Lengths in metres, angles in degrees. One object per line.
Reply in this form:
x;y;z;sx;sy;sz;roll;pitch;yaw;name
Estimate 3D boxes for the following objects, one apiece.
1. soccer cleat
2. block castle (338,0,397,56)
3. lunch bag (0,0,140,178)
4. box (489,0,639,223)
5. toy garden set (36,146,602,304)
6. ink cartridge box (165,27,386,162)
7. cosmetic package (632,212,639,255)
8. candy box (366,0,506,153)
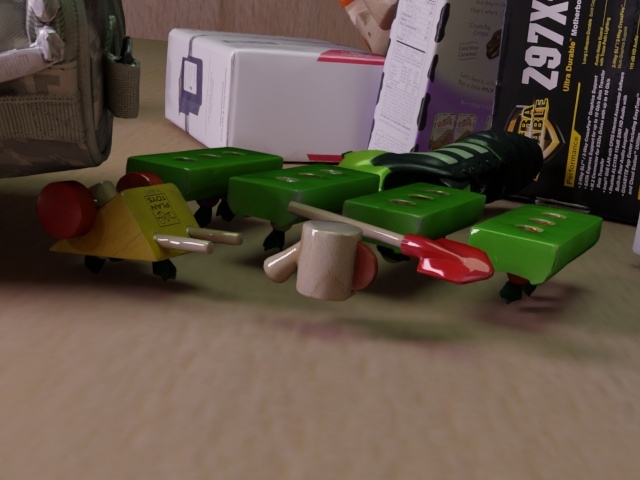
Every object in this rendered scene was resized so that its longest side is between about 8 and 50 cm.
0.094;-0.040;0.696;0.178;0.060;0.072;-9;28;-27;soccer cleat
0.165;-0.322;1.072;0.303;0.213;0.453;-33;-16;11;block castle
-0.246;-0.124;0.493;0.305;0.213;0.256;-9;48;-5;lunch bag
0.267;-0.169;0.717;0.257;0.322;0.079;14;17;33;box
0.000;0.000;0.507;0.244;0.049;0.203;13;14;25;toy garden set
-0.043;-0.146;0.963;0.171;0.100;0.237;0;16;-22;ink cartridge box
0.336;-0.026;0.527;0.224;0.138;0.224;5;11;-17;cosmetic package
0.141;-0.154;0.857;0.164;0.196;0.070;-2;24;-31;candy box
